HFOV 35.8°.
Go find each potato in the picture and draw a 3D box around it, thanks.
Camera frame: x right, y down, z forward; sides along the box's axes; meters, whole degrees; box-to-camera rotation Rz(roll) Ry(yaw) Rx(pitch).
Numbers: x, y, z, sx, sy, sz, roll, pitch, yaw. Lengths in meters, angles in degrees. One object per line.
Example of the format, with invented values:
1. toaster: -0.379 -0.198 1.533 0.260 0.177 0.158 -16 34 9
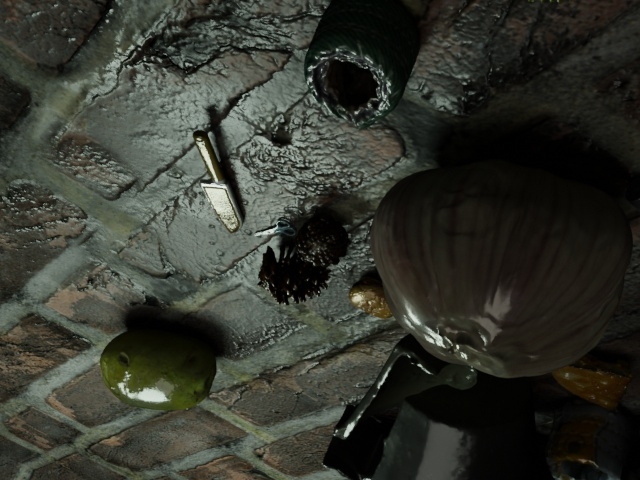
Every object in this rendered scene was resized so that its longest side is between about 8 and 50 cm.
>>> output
1. potato: -0.317 0.252 1.914 0.228 0.149 0.197 13 161 8

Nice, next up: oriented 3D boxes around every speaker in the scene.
1. speaker: 0.221 0.416 1.826 0.388 0.180 0.184 -7 133 36

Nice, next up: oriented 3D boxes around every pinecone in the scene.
1. pinecone: -0.041 0.055 1.519 0.109 0.102 0.102 12 148 -5
2. pinecone: 0.000 0.000 1.435 0.077 0.077 0.083 34 171 -20

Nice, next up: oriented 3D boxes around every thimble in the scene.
1. thimble: 0.043 -0.199 1.098 0.118 0.090 0.135 26 150 -3
2. thimble: 0.451 0.343 1.637 0.127 0.118 0.151 -10 139 43

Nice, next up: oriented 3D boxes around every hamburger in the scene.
1. hamburger: 0.087 0.089 1.539 0.083 0.044 0.076 29 146 -8

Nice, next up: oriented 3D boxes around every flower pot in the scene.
1. flower pot: 0.209 0.298 1.563 0.379 0.379 0.251 14 125 10

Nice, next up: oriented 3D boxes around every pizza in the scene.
1. pizza: 0.424 0.206 1.523 0.178 0.041 0.131 30 149 -13

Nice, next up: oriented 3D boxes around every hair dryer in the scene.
1. hair dryer: 0.419 -0.060 1.147 0.063 0.037 0.114 35 138 -24

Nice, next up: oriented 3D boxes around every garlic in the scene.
1. garlic: 0.208 0.039 1.201 0.317 0.259 0.317 11 143 9

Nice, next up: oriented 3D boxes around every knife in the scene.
1. knife: -0.151 -0.082 1.440 0.046 0.022 0.256 4 149 13

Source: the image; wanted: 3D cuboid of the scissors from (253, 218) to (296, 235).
1. scissors: -0.073 -0.015 1.509 0.083 0.006 0.036 -12 133 41

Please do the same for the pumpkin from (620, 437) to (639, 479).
1. pumpkin: 0.583 0.366 1.520 0.249 0.216 0.250 -1 121 -2

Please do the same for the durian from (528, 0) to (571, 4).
1. durian: 0.177 -0.282 0.848 0.198 0.146 0.159 40 145 -21
